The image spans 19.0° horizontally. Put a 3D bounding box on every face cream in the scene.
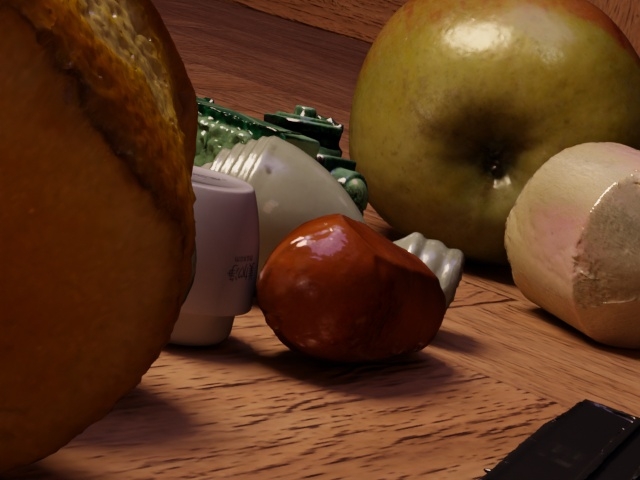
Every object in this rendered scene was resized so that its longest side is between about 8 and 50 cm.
[{"bbox_3d":[-0.079,0.008,1.109,0.091,0.095,0.091,13,11,-3],"label":"face cream"}]

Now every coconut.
[{"bbox_3d":[0.224,0.006,1.399,0.147,0.147,0.153,7,10,-31],"label":"coconut"}]

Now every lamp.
[{"bbox_3d":[0.000,0.000,1.268,0.193,0.106,0.106,23,11,3],"label":"lamp"}]

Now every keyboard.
[{"bbox_3d":[0.143,0.122,1.009,0.087,0.017,0.250,18,12,18],"label":"keyboard"}]

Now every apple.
[{"bbox_3d":[0.144,-0.096,1.563,0.261,0.261,0.194,15,23,10],"label":"apple"}]

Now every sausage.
[{"bbox_3d":[0.022,0.032,1.150,0.089,0.089,0.179,18,2,23],"label":"sausage"}]

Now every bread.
[{"bbox_3d":[-0.174,-0.021,0.763,0.268,0.268,0.145,10,21,-20],"label":"bread"}]

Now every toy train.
[{"bbox_3d":[-0.092,-0.067,1.442,0.269,0.115,0.154,22,8,33],"label":"toy train"}]

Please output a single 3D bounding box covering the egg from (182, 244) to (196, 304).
[{"bbox_3d":[-0.168,-0.023,0.949,0.228,0.177,0.177,26,10,-3],"label":"egg"}]
